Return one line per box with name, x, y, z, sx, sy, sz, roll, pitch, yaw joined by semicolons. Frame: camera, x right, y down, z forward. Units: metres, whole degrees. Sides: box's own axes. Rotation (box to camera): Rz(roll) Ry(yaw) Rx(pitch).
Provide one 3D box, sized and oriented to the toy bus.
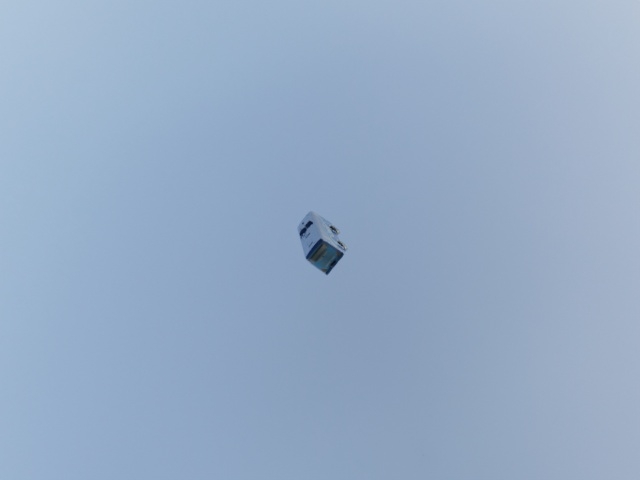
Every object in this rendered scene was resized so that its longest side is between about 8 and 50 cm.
toy bus;0.000;0.000;0.771;0.061;0.153;0.051;37;-79;-20
